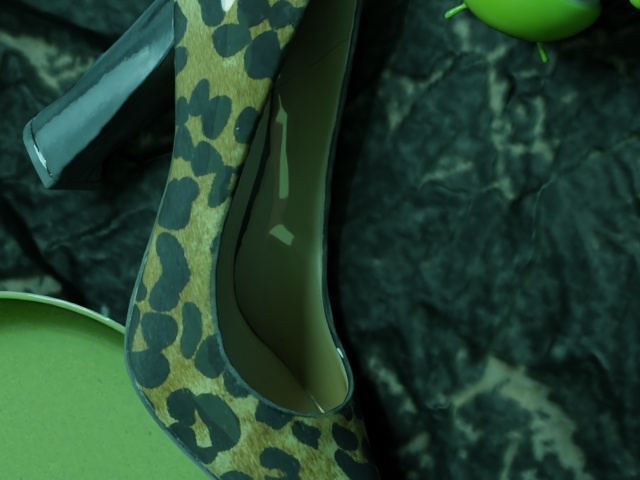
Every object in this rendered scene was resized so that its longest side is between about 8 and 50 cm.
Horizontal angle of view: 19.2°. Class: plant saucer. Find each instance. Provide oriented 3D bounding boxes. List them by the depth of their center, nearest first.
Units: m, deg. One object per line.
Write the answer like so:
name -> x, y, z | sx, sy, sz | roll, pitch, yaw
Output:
plant saucer -> -0.130, 0.137, 0.885 | 0.241, 0.037, 0.241 | 4, 103, 17

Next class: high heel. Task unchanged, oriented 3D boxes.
high heel -> 0.000, 0.000, 0.775 | 0.186, 0.093, 0.261 | -39, 79, 29

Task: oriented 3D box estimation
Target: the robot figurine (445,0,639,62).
robot figurine -> 0.093, -0.128, 0.732 | 0.101, 0.067, 0.115 | 26, 110, 0
